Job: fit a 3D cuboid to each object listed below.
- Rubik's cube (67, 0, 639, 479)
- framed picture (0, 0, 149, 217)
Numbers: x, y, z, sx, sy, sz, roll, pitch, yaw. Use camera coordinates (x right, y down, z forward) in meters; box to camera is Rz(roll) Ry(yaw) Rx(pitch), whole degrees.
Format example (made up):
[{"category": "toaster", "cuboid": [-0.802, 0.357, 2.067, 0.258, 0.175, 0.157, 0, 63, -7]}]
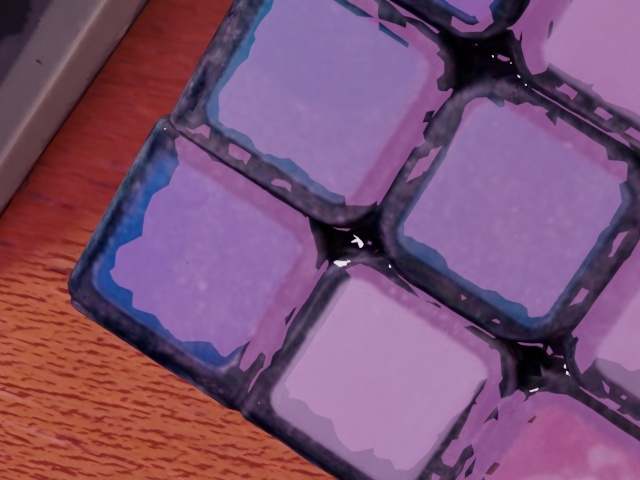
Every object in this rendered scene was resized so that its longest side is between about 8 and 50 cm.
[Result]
[{"category": "Rubik's cube", "cuboid": [0.119, -0.050, 0.859, 0.362, 0.363, 0.359, 30, 106, 1]}, {"category": "framed picture", "cuboid": [-0.296, -0.185, 0.998, 0.326, 0.028, 0.446, 36, 135, -9]}]
